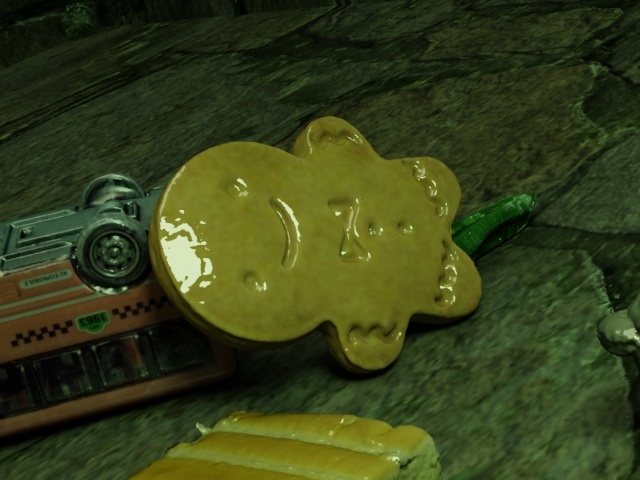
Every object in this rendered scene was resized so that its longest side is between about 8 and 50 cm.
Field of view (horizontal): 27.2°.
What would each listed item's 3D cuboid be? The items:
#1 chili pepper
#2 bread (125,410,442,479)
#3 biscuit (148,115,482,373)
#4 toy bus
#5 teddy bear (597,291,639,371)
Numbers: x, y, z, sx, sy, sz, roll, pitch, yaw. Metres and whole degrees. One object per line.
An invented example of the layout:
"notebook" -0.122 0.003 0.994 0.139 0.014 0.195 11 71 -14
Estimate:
"chili pepper" 0.183 -0.011 1.537 0.088 0.059 0.227 -2 22 44
"bread" -0.057 0.223 1.011 0.246 0.111 0.239 -1 22 41
"biscuit" 0.001 -0.001 1.336 0.354 0.275 0.052 2 -22 -26
"toy bus" -0.309 0.082 1.410 0.426 0.233 0.203 -14 20 -3
"teddy bear" 0.364 0.059 1.074 0.236 0.151 0.267 1 25 43
